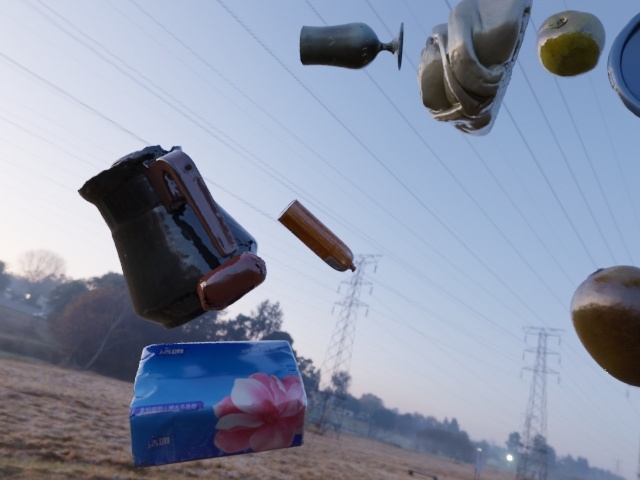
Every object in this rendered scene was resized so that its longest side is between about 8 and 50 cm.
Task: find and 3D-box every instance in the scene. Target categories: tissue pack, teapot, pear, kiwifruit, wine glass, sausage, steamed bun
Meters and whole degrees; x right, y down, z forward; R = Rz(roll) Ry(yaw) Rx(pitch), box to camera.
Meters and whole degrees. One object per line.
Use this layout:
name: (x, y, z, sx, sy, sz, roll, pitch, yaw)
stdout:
tissue pack: (-0.173, 0.257, 0.778, 0.269, 0.138, 0.209, -1, 16, -12)
teapot: (-0.313, -0.027, 0.975, 0.375, 0.305, 0.362, -16, -72, 53)
pear: (0.753, -0.594, 1.380, 0.199, 0.200, 0.200, 14, -20, 5)
kiwifruit: (0.605, 0.160, 0.883, 0.195, 0.234, 0.196, -24, -14, -7)
wine glass: (0.070, -0.442, 1.036, 0.230, 0.103, 0.103, 7, -22, 12)
sausage: (0.000, 0.000, 1.121, 0.234, 0.071, 0.071, 42, -26, -10)
sausage: (-0.163, 0.075, 0.843, 0.076, 0.141, 0.076, 55, -12, 17)
steamed bun: (0.391, -0.471, 1.237, 0.254, 0.343, 0.368, 20, -9, 19)

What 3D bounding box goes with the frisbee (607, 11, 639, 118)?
frisbee: (0.639, -0.291, 0.752, 0.289, 0.290, 0.049, 6, -16, 24)
